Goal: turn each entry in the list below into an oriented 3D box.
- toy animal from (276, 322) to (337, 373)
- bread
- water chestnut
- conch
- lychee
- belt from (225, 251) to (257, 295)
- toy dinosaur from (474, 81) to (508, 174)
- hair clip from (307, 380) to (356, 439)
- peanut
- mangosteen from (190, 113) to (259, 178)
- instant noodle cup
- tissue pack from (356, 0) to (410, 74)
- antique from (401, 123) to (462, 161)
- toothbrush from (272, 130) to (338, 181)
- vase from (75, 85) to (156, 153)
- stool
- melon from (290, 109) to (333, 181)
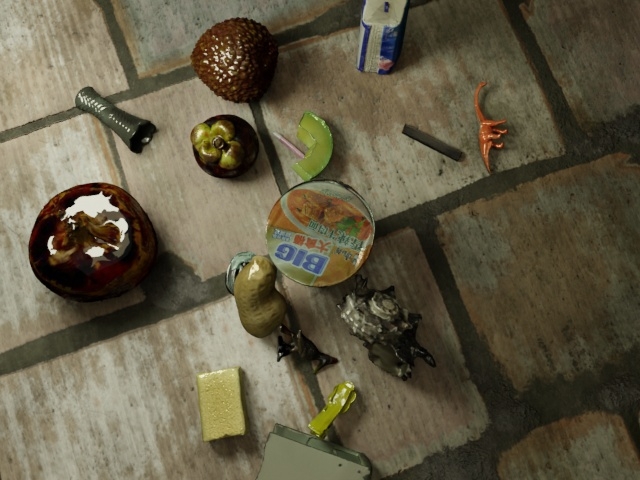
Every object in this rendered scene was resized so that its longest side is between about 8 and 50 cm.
[{"bbox_3d":[-0.042,0.301,1.692,0.202,0.070,0.105,27,116,-14],"label":"toy animal"},{"bbox_3d":[-0.265,0.442,1.672,0.125,0.068,0.188,-10,77,-1],"label":"bread"},{"bbox_3d":[-0.624,0.000,1.651,0.350,0.302,0.350,1,80,-3],"label":"water chestnut"},{"bbox_3d":[0.173,0.230,1.627,0.186,0.240,0.313,-31,92,8],"label":"conch"},{"bbox_3d":[-0.260,-0.529,1.798,0.271,0.271,0.271,0,78,1],"label":"lychee"},{"bbox_3d":[-0.215,0.100,1.747,0.105,0.058,0.140,8,78,-1],"label":"belt"},{"bbox_3d":[0.503,-0.338,1.827,0.101,0.055,0.279,2,80,25],"label":"toy dinosaur"},{"bbox_3d":[0.037,0.454,1.655,0.072,0.046,0.173,21,56,29],"label":"hair clip"},{"bbox_3d":[-0.162,0.151,1.653,0.137,0.122,0.253,-6,122,7],"label":"peanut"},{"bbox_3d":[-0.275,-0.274,1.748,0.192,0.217,0.192,0,85,2],"label":"mangosteen"},{"bbox_3d":[0.000,0.000,1.685,0.296,0.214,0.296,0,78,1],"label":"instant noodle cup"},{"bbox_3d":[0.186,-0.634,1.788,0.137,0.269,0.209,13,76,2],"label":"tissue pack"},{"bbox_3d":[0.332,-0.293,1.842,0.192,0.015,0.031,29,81,7],"label":"antique"},{"bbox_3d":[-0.034,-0.235,1.834,0.286,0.020,0.025,41,73,8],"label":"toothbrush"},{"bbox_3d":[-0.619,-0.369,1.835,0.237,0.115,0.115,35,81,10],"label":"vase"},{"bbox_3d":[-0.023,0.592,1.545,0.270,0.243,0.170,19,79,5],"label":"stool"},{"bbox_3d":[-0.026,-0.269,1.806,0.118,0.064,0.209,18,68,-6],"label":"melon"}]
